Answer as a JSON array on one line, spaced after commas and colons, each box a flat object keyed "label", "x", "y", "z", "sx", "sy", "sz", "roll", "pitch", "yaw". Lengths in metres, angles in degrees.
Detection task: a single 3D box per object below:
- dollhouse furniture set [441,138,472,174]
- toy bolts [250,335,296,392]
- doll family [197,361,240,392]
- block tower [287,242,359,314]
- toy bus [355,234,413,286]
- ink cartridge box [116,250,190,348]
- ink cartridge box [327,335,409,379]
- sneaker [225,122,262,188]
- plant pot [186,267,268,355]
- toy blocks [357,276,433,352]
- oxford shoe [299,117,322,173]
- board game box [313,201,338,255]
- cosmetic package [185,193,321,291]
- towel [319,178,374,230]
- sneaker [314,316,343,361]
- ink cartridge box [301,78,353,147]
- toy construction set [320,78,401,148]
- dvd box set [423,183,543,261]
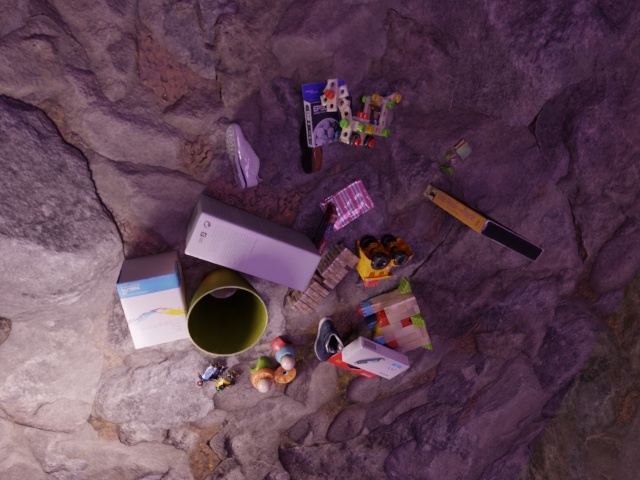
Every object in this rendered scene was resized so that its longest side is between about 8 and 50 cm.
[{"label": "dollhouse furniture set", "x": 0.572, "y": -0.345, "z": 1.739, "sx": 0.152, "sy": 0.058, "sz": 0.076, "roll": -44, "pitch": 118, "yaw": 4}, {"label": "toy bolts", "x": -0.168, "y": 0.562, "z": 1.828, "sx": 0.218, "sy": 0.158, "sz": 0.228, "roll": 27, "pitch": 102, "yaw": -25}, {"label": "doll family", "x": -0.444, "y": 0.594, "z": 1.808, "sx": 0.193, "sy": 0.076, "sz": 0.111, "roll": 38, "pitch": 101, "yaw": -22}, {"label": "block tower", "x": 0.010, "y": 0.161, "z": 1.757, "sx": 0.335, "sy": 0.091, "sz": 0.097, "roll": -47, "pitch": 116, "yaw": 6}, {"label": "toy bus", "x": 0.257, "y": 0.101, "z": 1.789, "sx": 0.220, "sy": 0.149, "sz": 0.211, "roll": -6, "pitch": 126, "yaw": -18}, {"label": "ink cartridge box", "x": -0.593, "y": 0.211, "z": 1.529, "sx": 0.197, "sy": 0.198, "sz": 0.270, "roll": -11, "pitch": 114, "yaw": -14}, {"label": "ink cartridge box", "x": 0.215, "y": 0.572, "z": 1.946, "sx": 0.296, "sy": 0.066, "sz": 0.261, "roll": 28, "pitch": 127, "yaw": -25}, {"label": "sneaker", "x": -0.271, "y": -0.302, "z": 1.491, "sx": 0.095, "sy": 0.090, "sz": 0.235, "roll": -20, "pitch": 121, "yaw": -23}, {"label": "plant pot", "x": -0.352, "y": 0.226, "z": 1.556, "sx": 0.275, "sy": 0.293, "sz": 0.274, "roll": -6, "pitch": 113, "yaw": -15}, {"label": "toy blocks", "x": 0.332, "y": 0.380, "z": 1.919, "sx": 0.261, "sy": 0.190, "sz": 0.381, "roll": -22, "pitch": 118, "yaw": 5}, {"label": "oxford shoe", "x": -0.028, "y": -0.357, "z": 1.554, "sx": 0.076, "sy": 0.076, "sz": 0.212, "roll": -19, "pitch": 117, "yaw": -43}, {"label": "board game box", "x": 0.000, "y": 0.000, "z": 1.642, "sx": 0.027, "sy": 0.145, "sz": 0.281, "roll": 19, "pitch": 110, "yaw": -10}, {"label": "cosmetic package", "x": -0.247, "y": 0.009, "z": 1.537, "sx": 0.453, "sy": 0.230, "sz": 0.161, "roll": 21, "pitch": 105, "yaw": -23}, {"label": "towel", "x": 0.107, "y": -0.142, "z": 1.696, "sx": 0.197, "sy": 0.029, "sz": 0.144, "roll": -33, "pitch": 117, "yaw": -2}, {"label": "sneaker", "x": 0.036, "y": 0.476, "z": 1.857, "sx": 0.086, "sy": 0.163, "sz": 0.226, "roll": -5, "pitch": 114, "yaw": -17}, {"label": "ink cartridge box", "x": 0.031, "y": -0.453, "z": 1.489, "sx": 0.206, "sy": 0.045, "sz": 0.208, "roll": -24, "pitch": 119, "yaw": -36}, {"label": "toy construction set", "x": 0.141, "y": -0.437, "z": 1.458, "sx": 0.328, "sy": 0.151, "sz": 0.215, "roll": -2, "pitch": 117, "yaw": -43}, {"label": "dvd box set", "x": 0.625, "y": -0.081, "z": 1.663, "sx": 0.308, "sy": 0.420, "sz": 0.062, "roll": 22, "pitch": 107, "yaw": -25}]
